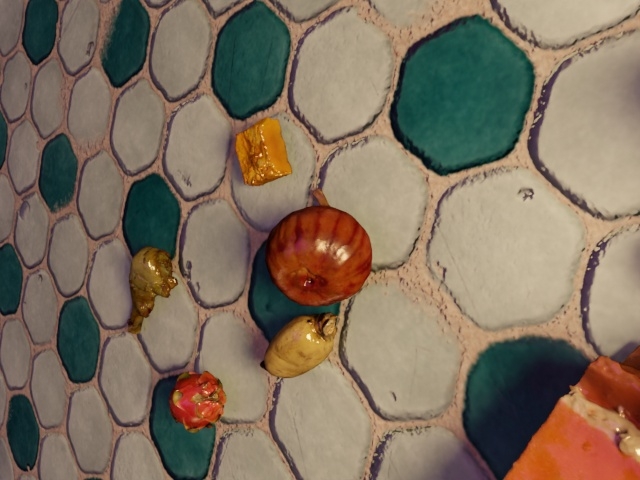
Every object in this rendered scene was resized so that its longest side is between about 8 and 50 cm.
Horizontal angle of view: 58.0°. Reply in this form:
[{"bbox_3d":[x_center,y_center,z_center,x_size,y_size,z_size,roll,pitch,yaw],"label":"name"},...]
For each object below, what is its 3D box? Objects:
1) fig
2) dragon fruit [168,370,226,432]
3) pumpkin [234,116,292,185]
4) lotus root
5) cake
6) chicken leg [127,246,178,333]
[{"bbox_3d":[-0.008,0.013,0.692,0.150,0.129,0.128,44,118,61],"label":"fig"},{"bbox_3d":[-0.182,0.234,0.850,0.116,0.081,0.086,169,94,-69],"label":"dragon fruit"},{"bbox_3d":[-0.077,-0.119,0.788,0.074,0.054,0.083,-9,99,50],"label":"pumpkin"},{"bbox_3d":[-0.021,0.131,0.722,0.152,0.072,0.063,-46,51,37],"label":"lotus root"},{"bbox_3d":[0.226,0.227,0.499,0.135,0.098,0.287,45,116,31],"label":"cake"},{"bbox_3d":[-0.285,0.089,0.950,0.093,0.070,0.178,44,123,25],"label":"chicken leg"}]
